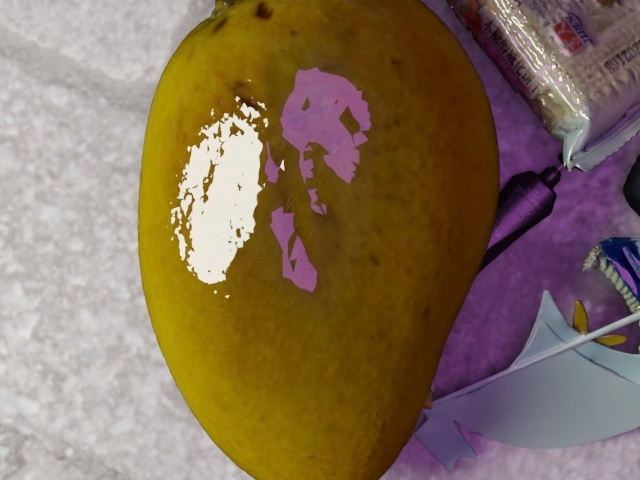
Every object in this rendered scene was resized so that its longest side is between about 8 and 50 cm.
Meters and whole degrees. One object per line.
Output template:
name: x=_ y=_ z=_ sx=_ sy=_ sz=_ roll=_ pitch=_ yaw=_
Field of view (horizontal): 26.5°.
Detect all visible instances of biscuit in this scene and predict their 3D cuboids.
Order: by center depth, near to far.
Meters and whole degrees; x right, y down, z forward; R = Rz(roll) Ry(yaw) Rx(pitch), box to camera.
biscuit: x=0.180 y=-0.209 z=1.145 sx=0.186 sy=0.079 sz=0.309 roll=-31 pitch=82 yaw=-27

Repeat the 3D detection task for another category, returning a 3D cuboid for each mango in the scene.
mango: x=0.000 y=0.000 z=1.132 sx=0.301 sy=0.220 sz=0.445 roll=-3 pitch=99 yaw=-5

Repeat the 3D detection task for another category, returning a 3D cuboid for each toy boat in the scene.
toy boat: x=0.218 y=0.124 z=1.185 sx=0.291 sy=0.067 sz=0.220 roll=-28 pitch=114 yaw=9

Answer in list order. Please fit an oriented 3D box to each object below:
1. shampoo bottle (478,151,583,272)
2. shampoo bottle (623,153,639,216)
shampoo bottle: x=0.175 y=-0.027 z=1.214 sx=0.137 sy=0.027 sz=0.048 roll=-45 pitch=81 yaw=2
shampoo bottle: x=0.413 y=-0.145 z=1.182 sx=0.359 sy=0.078 sz=0.134 roll=-42 pitch=85 yaw=2
